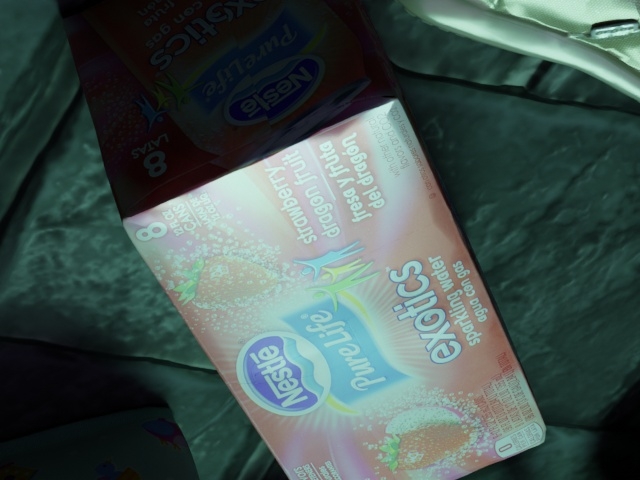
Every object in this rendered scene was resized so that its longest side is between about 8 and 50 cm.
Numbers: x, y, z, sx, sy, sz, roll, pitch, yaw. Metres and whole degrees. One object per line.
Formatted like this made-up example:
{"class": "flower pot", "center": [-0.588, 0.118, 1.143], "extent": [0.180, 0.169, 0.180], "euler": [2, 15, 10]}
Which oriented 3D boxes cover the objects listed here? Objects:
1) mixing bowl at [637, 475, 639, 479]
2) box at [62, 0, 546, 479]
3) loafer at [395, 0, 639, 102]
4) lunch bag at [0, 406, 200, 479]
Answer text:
{"class": "mixing bowl", "center": [0.289, 0.186, 1.367], "extent": [0.181, 0.098, 0.181], "euler": [3, 134, 4]}
{"class": "box", "center": [0.000, 0.000, 1.032], "extent": [0.142, 0.154, 0.300], "euler": [-24, 139, 4]}
{"class": "loafer", "center": [0.156, -0.133, 0.992], "extent": [0.268, 0.102, 0.092], "euler": [9, 136, -28]}
{"class": "lunch bag", "center": [-0.183, 0.234, 1.153], "extent": [0.262, 0.223, 0.160], "euler": [-10, 132, -10]}
